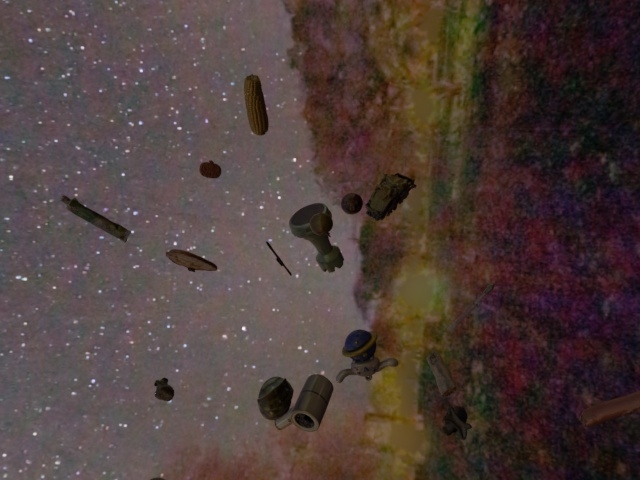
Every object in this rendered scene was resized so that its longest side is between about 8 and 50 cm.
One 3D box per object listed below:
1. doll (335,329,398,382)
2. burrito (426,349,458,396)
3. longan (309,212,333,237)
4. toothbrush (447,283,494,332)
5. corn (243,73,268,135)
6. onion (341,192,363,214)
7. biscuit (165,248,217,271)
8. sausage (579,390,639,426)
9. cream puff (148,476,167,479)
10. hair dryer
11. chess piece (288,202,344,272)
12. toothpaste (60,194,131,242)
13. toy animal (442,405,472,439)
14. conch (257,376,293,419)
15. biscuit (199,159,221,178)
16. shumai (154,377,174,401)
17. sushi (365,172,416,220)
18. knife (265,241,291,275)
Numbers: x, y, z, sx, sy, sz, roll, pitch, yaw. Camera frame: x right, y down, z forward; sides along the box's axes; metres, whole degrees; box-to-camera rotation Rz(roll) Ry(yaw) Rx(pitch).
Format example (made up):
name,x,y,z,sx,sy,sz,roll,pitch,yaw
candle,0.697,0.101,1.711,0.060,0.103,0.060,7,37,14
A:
name,x,y,z,sx,sy,sz,roll,pitch,yaw
doll,0.180,0.563,2.151,0.242,0.311,0.159,52,-169,-23
burrito,0.467,0.513,1.699,0.226,0.060,0.087,-103,16,-62
longan,0.006,-0.043,1.326,0.083,0.075,0.075,59,-169,5
toothbrush,0.383,0.175,1.127,0.017,0.014,0.194,-37,-20,-47
corn,-0.207,-0.430,1.424,0.206,0.067,0.067,87,-168,-45
onion,0.150,-0.172,2.092,0.097,0.107,0.107,57,-143,-67
biscuit,-0.640,0.102,2.193,0.203,0.260,0.041,126,158,-59
sausage,0.551,0.303,0.803,0.042,0.158,0.036,25,-139,-42
cream puff,-0.610,0.932,1.591,0.149,0.149,0.084,-51,-59,-70
hair dryer,-0.100,0.733,1.878,0.362,0.128,0.203,-46,7,35
chess piece,0.000,0.000,1.988,0.194,0.194,0.299,-73,-37,-50
toothpaste,-0.774,-0.077,1.518,0.078,0.248,0.047,-40,22,40
toy animal,0.589,0.785,1.904,0.117,0.121,0.210,-57,-25,5
conch,-0.160,0.580,1.640,0.187,0.124,0.181,-45,3,29
biscuit,-0.466,-0.301,1.865,0.015,0.091,0.078,-106,24,-59
shumai,-0.599,0.568,1.703,0.080,0.082,0.083,-90,-26,-52
sushi,0.302,-0.204,1.961,0.291,0.139,0.131,-45,-31,-24
knife,-0.204,0.087,2.115,0.222,0.021,0.045,57,171,-24
